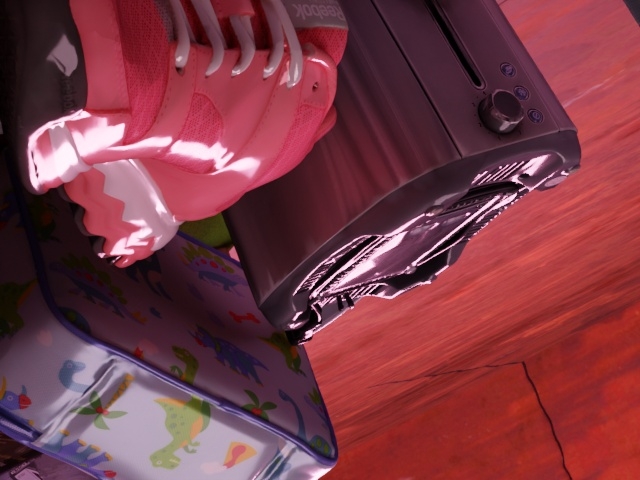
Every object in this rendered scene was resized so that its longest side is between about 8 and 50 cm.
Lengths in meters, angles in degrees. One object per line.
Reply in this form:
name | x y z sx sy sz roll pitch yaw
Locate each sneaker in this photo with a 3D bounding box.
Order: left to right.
sneaker | -0.059 -0.082 0.769 0.136 0.116 0.314 -22 169 0

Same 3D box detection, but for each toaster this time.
toaster | 0.020 -0.053 1.002 0.129 0.146 0.227 -16 165 -33

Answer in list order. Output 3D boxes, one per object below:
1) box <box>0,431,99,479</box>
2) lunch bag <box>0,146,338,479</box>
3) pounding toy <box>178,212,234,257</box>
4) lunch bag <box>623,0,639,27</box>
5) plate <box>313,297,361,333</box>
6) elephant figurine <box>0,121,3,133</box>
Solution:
box | -0.277 0.198 1.267 0.242 0.077 0.307 -25 -174 -24
lunch bag | -0.098 0.053 1.034 0.090 0.176 0.219 -44 130 18
pounding toy | -0.094 0.023 1.207 0.183 0.110 0.237 -27 168 15
lunch bag | 0.242 -0.102 0.951 0.160 0.262 0.223 -29 168 21
plate | 0.000 0.000 1.306 0.188 0.024 0.188 -35 -156 18
elephant figurine | -0.219 -0.003 0.780 0.186 0.169 0.239 5 -178 -4
